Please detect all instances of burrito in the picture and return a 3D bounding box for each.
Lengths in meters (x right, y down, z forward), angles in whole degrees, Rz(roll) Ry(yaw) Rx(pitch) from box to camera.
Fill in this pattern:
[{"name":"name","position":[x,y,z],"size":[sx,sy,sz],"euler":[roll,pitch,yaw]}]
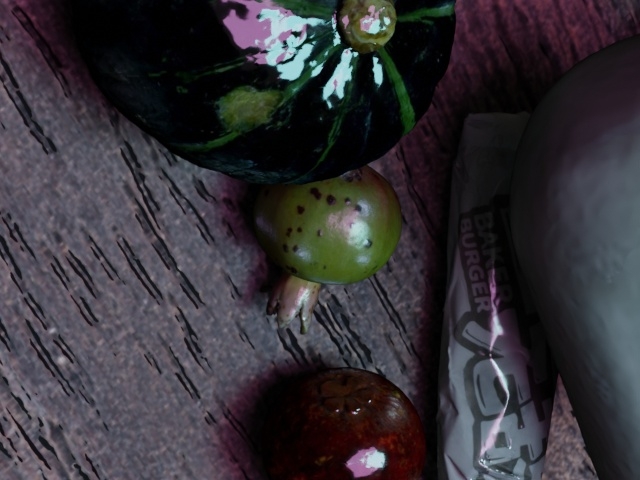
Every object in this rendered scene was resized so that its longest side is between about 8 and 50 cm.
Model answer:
[{"name":"burrito","position":[0.172,0.099,1.636],"size":[0.139,0.101,0.445],"euler":[-3,100,-40]}]

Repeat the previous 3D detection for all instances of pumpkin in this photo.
[{"name":"pumpkin","position":[-0.030,-0.186,1.378],"size":[0.315,0.238,0.315],"euler":[-6,101,-32]}]

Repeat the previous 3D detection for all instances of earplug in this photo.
[{"name":"earplug","position":[0.331,0.017,1.480],"size":[0.313,0.313,0.394],"euler":[-35,121,-18]}]

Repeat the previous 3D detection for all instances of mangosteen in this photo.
[{"name":"mangosteen","position":[0.026,0.206,1.550],"size":[0.156,0.146,0.181],"euler":[-16,109,-28]}]

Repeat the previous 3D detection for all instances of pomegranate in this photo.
[{"name":"pomegranate","position":[0.006,-0.002,1.510],"size":[0.129,0.129,0.159],"euler":[-19,134,-25]}]
